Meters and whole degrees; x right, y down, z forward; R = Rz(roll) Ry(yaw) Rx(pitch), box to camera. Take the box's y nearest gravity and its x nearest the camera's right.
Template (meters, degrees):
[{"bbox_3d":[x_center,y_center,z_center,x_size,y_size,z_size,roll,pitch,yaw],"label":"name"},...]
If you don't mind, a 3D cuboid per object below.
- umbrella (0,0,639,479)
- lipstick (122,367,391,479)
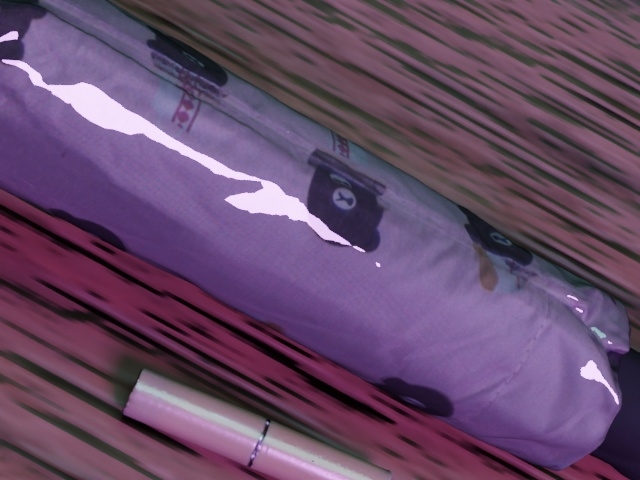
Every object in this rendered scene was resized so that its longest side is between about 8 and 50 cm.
[{"bbox_3d":[0.000,0.000,0.609,0.337,0.073,0.067,29,56,-20],"label":"umbrella"},{"bbox_3d":[-0.022,0.069,0.617,0.094,0.019,0.019,24,52,-6],"label":"lipstick"}]
